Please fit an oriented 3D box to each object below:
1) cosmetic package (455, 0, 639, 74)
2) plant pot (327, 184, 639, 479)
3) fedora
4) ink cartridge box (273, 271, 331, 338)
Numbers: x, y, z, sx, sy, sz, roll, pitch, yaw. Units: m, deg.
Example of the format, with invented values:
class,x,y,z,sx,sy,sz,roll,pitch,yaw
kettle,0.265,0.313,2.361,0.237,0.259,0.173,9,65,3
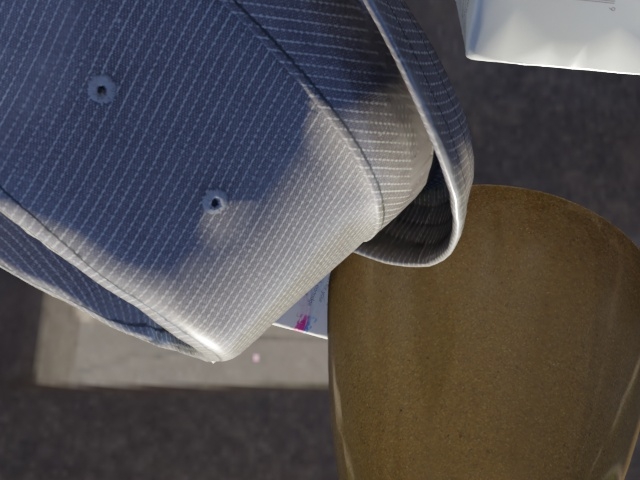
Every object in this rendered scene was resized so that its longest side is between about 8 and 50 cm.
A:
class,x,y,z,sx,sy,sz,roll,pitch,yaw
cosmetic package,0.186,-0.322,1.331,0.156,0.385,0.217,6,128,-5
plant pot,0.103,0.133,1.082,0.237,0.254,0.237,6,134,7
fedora,-0.080,-0.058,0.541,0.275,0.124,0.243,50,162,-30
ink cartridge box,0.000,0.000,1.306,0.231,0.078,0.134,16,105,-21
